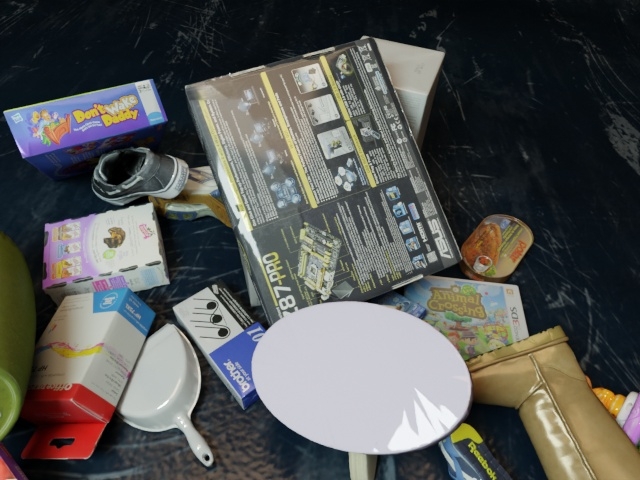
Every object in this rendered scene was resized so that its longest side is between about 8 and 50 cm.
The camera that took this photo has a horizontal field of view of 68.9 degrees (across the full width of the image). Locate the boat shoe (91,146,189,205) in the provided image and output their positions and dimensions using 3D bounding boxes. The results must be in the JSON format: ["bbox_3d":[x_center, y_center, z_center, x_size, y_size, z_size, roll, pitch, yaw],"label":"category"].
[{"bbox_3d":[-0.385,-0.131,0.908,0.301,0.102,0.108,7,79,40],"label":"boat shoe"}]

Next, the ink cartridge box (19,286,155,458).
[{"bbox_3d":[-0.355,0.187,0.681,0.134,0.078,0.230,-10,44,19],"label":"ink cartridge box"}]

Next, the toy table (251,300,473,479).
[{"bbox_3d":[0.063,0.191,0.621,0.275,0.161,0.252,15,72,29],"label":"toy table"}]

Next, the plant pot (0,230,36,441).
[{"bbox_3d":[-0.475,0.132,0.572,0.275,0.274,0.294,-33,41,-29],"label":"plant pot"}]

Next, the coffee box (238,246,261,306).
[{"bbox_3d":[0.000,0.000,0.872,0.298,0.118,0.168,-10,49,-11],"label":"coffee box"}]

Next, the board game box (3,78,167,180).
[{"bbox_3d":[-0.442,-0.204,0.921,0.234,0.078,0.347,-21,9,-21],"label":"board game box"}]

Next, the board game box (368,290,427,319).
[{"bbox_3d":[0.120,0.132,0.804,0.090,0.020,0.090,27,59,38],"label":"board game box"}]

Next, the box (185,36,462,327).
[{"bbox_3d":[0.006,-0.091,0.741,0.319,0.097,0.394,-21,88,-15],"label":"box"}]

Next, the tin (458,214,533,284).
[{"bbox_3d":[0.351,0.018,0.934,0.106,0.040,0.190,30,52,28],"label":"tin"}]

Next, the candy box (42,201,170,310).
[{"bbox_3d":[-0.393,0.024,0.862,0.197,0.070,0.164,-13,49,-14],"label":"candy box"}]

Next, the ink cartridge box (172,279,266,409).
[{"bbox_3d":[-0.145,0.162,0.764,0.097,0.046,0.207,-31,56,-26],"label":"ink cartridge box"}]

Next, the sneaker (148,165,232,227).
[{"bbox_3d":[-0.198,-0.105,0.967,0.297,0.111,0.130,10,47,5],"label":"sneaker"}]

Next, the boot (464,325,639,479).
[{"bbox_3d":[0.300,0.279,0.640,0.236,0.089,0.269,-25,65,9],"label":"boot"}]

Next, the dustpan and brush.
[{"bbox_3d":[-0.221,0.241,0.685,0.147,0.060,0.211,-39,50,-16],"label":"dustpan and brush"}]

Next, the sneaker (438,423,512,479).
[{"bbox_3d":[0.215,0.322,0.636,0.053,0.059,0.144,-18,69,-33],"label":"sneaker"}]

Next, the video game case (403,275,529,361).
[{"bbox_3d":[0.253,0.147,0.816,0.213,0.023,0.193,6,47,3],"label":"video game case"}]

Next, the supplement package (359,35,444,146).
[{"bbox_3d":[0.128,-0.238,0.982,0.176,0.292,0.177,17,49,12],"label":"supplement package"}]

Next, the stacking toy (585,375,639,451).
[{"bbox_3d":[0.479,0.271,0.649,0.302,0.175,0.166,26,44,38],"label":"stacking toy"}]

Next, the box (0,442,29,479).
[{"bbox_3d":[-0.426,0.391,0.478,0.293,0.057,0.201,-36,84,-31],"label":"box"}]
